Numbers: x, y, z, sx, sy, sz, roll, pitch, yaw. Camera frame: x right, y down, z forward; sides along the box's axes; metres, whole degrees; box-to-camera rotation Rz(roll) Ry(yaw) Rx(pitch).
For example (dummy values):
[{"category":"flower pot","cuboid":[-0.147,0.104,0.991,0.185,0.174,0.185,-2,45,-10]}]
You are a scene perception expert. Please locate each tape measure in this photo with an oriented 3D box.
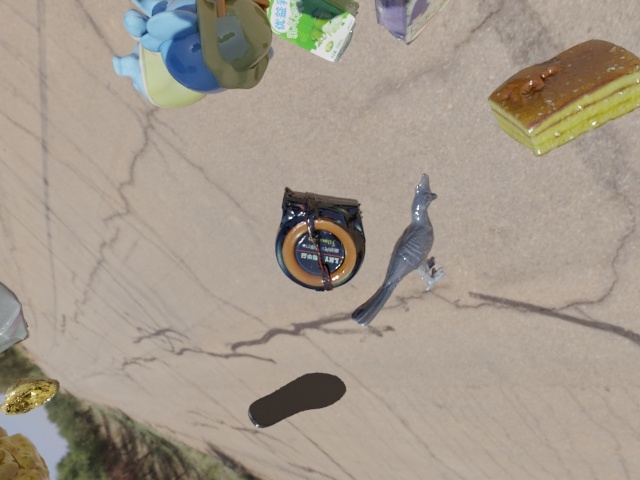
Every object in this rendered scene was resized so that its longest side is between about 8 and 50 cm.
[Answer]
[{"category":"tape measure","cuboid":[0.000,0.000,1.058,0.202,0.135,0.222,7,113,0]}]

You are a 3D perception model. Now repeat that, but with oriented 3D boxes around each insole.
[{"category":"insole","cuboid":[-0.054,0.419,1.272,0.110,0.310,0.012,52,131,27]}]

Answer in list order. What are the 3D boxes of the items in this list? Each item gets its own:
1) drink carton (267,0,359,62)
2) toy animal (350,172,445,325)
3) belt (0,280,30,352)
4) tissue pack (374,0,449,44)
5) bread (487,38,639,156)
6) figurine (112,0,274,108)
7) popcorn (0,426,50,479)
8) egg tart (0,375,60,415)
[{"category":"drink carton","cuboid":[-0.035,-0.641,1.353,0.271,0.108,0.161,21,136,-14]},{"category":"toy animal","cuboid":[0.215,0.046,1.131,0.206,0.366,0.081,26,179,-42]},{"category":"belt","cuboid":[-0.539,0.020,0.653,0.217,0.122,0.338,-21,100,54]},{"category":"tissue pack","cuboid":[0.208,-0.576,0.940,0.125,0.242,0.344,42,-178,14]},{"category":"bread","cuboid":[0.474,-0.284,0.932,0.234,0.184,0.110,-27,125,10]},{"category":"figurine","cuboid":[-0.190,-0.271,0.678,0.262,0.153,0.180,-6,152,20]},{"category":"popcorn","cuboid":[-0.428,0.322,0.581,0.201,0.226,0.203,0,117,6]},{"category":"egg tart","cuboid":[-0.672,0.350,1.107,0.049,0.129,0.128,51,155,26]}]
